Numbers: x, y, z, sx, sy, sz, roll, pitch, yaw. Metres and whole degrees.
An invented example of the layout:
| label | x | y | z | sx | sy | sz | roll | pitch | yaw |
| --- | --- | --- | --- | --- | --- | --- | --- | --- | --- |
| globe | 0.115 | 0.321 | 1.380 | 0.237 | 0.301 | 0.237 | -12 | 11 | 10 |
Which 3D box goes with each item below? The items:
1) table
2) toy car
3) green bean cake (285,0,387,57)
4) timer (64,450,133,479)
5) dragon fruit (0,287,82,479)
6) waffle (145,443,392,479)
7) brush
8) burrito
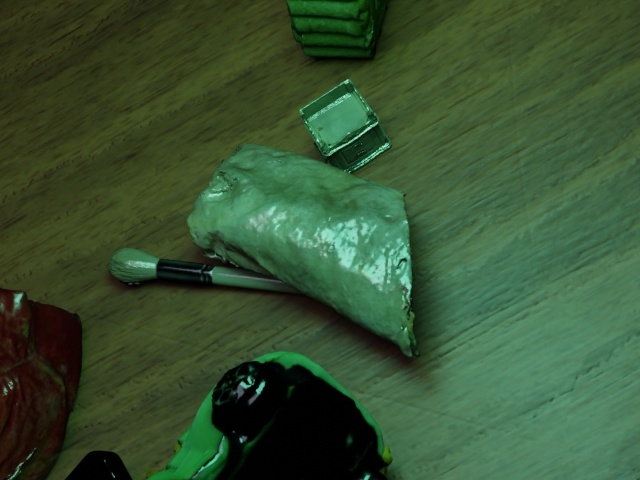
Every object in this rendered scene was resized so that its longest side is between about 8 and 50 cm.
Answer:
| label | x | y | z | sx | sy | sz | roll | pitch | yaw |
| --- | --- | --- | --- | --- | --- | --- | --- | --- | --- |
| table | 0.028 | -0.129 | 1.994 | 0.079 | 0.083 | 0.062 | -33 | 60 | 0 |
| toy car | -0.098 | 0.285 | 1.709 | 0.359 | 0.213 | 0.176 | -56 | 25 | -19 |
| green bean cake | 0.023 | -0.338 | 2.028 | 0.113 | 0.200 | 0.214 | 3 | 63 | 10 |
| timer | -0.230 | 0.338 | 1.864 | 0.144 | 0.055 | 0.187 | -47 | 59 | 22 |
| dragon fruit | -0.460 | 0.177 | 1.912 | 0.240 | 0.330 | 0.302 | -7 | 64 | 39 |
| waffle | -0.032 | 0.301 | 1.828 | 0.259 | 0.069 | 0.293 | -25 | 58 | 3 |
| brush | -0.110 | 0.045 | 1.988 | 0.299 | 0.039 | 0.042 | 8 | 42 | 18 |
| burrito | 0.008 | -0.009 | 1.929 | 0.347 | 0.107 | 0.175 | 26 | 69 | 29 |
